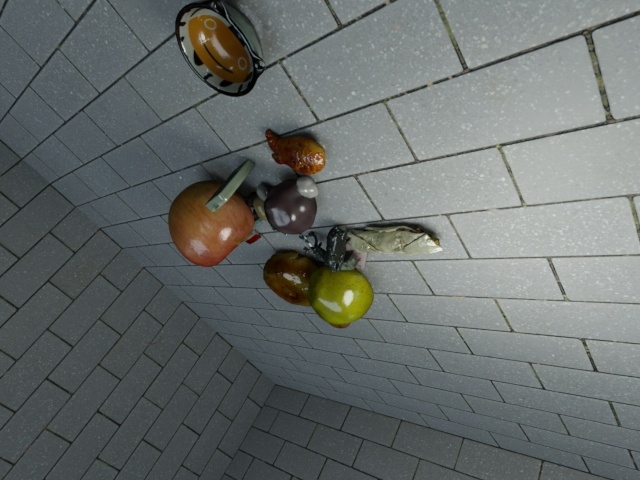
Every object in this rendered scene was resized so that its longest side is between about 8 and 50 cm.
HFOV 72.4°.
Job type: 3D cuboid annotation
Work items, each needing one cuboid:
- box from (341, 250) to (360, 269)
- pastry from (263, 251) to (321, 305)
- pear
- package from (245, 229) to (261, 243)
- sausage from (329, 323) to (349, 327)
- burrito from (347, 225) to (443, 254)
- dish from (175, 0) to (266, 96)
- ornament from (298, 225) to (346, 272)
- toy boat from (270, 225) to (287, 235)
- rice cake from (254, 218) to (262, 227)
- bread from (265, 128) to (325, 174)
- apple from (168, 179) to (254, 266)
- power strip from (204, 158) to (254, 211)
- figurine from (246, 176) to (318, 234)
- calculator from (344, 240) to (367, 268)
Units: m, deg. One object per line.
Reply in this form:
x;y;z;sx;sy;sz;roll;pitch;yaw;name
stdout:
0.111;0.086;1.826;0.085;0.063;0.060;-3;135;47;box
-0.119;0.193;2.156;0.356;0.163;0.356;20;148;13;pastry
0.090;0.238;1.927;0.294;0.294;0.294;23;148;15;pear
-0.414;-0.072;2.166;0.239;0.030;0.154;44;148;-14;package
0.075;0.374;2.275;0.136;0.120;0.241;22;151;45;sausage
0.260;-0.001;1.617;0.392;0.076;0.117;0;125;44;burrito
-0.266;-0.564;1.252;0.303;0.120;0.303;23;148;15;dish
0.000;0.000;1.814;0.236;0.080;0.202;33;129;42;ornament
-0.194;-0.073;1.940;0.137;0.061;0.060;41;148;-15;toy boat
-0.327;-0.063;2.077;0.029;0.033;0.171;46;136;-11;rice cake
-0.090;-0.295;1.503;0.269;0.095;0.139;16;138;32;bread
-0.477;-0.082;1.886;0.364;0.364;0.364;23;148;15;apple
-0.345;-0.215;1.686;0.046;0.270;0.118;44;136;-17;power strip
-0.148;-0.141;1.741;0.365;0.206;0.218;26;135;62;figurine
0.149;0.062;1.852;0.100;0.032;0.175;23;149;15;calculator
